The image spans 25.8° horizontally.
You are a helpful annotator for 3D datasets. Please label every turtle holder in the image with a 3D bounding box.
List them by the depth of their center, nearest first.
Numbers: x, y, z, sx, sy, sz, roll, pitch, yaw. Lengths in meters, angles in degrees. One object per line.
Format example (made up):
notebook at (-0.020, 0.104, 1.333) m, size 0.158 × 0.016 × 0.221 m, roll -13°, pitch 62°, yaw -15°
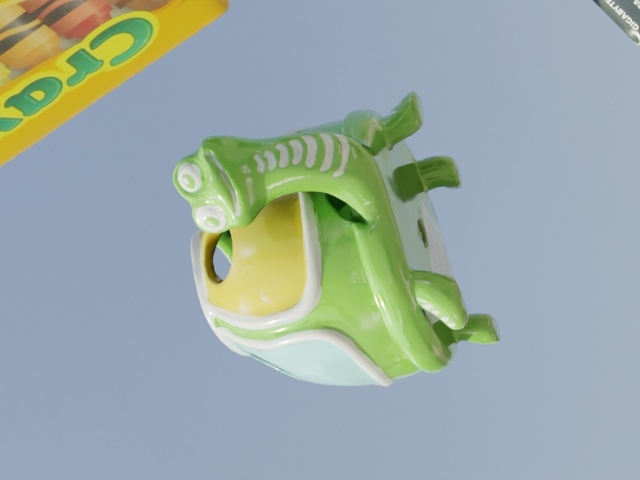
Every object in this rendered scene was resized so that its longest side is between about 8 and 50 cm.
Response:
turtle holder at (0.007, 0.018, 1.208) m, size 0.320 × 0.227 × 0.243 m, roll -19°, pitch -87°, yaw -75°

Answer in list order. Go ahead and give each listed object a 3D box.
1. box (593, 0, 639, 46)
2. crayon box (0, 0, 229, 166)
box at (0.233, -0.275, 1.159) m, size 0.220 × 0.051 × 0.175 m, roll 46°, pitch -141°, yaw 6°
crayon box at (-0.164, -0.090, 0.471) m, size 0.083 × 0.203 × 0.323 m, roll 59°, pitch -172°, yaw 17°
